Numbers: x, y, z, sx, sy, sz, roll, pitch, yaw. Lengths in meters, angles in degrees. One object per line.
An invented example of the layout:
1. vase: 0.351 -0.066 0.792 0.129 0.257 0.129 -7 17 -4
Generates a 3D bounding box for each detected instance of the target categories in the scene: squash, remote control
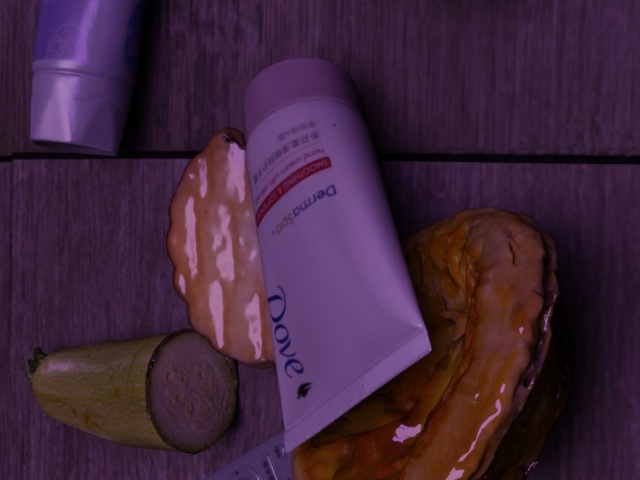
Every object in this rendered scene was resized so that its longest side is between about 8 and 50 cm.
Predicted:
1. squash: -0.169 0.110 0.958 0.224 0.094 0.094 0 91 43
2. remote control: -0.025 0.168 0.885 0.184 0.027 0.050 -35 70 35

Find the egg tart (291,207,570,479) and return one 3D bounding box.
1. egg tart: 0.073 0.092 0.733 0.241 0.106 0.241 -48 23 28

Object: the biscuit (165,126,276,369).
1. biscuit: -0.053 0.014 0.880 0.118 0.061 0.183 -34 70 32

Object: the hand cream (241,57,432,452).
1. hand cream: 0.000 0.000 0.773 0.133 0.083 0.248 -45 42 36

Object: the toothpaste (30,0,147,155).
1. toothpaste: -0.170 -0.255 0.950 0.125 0.080 0.371 5 88 36
